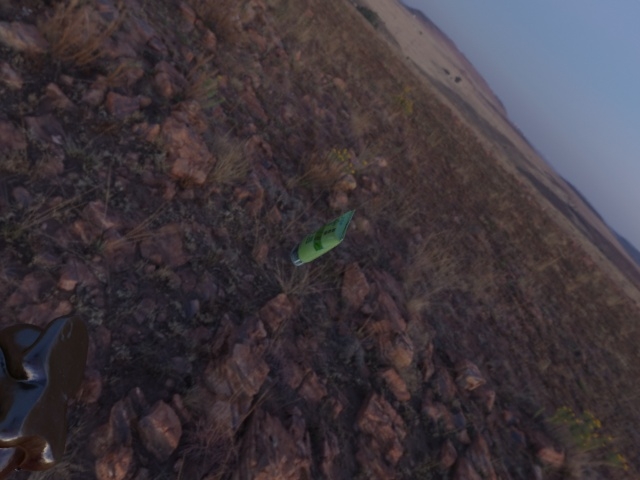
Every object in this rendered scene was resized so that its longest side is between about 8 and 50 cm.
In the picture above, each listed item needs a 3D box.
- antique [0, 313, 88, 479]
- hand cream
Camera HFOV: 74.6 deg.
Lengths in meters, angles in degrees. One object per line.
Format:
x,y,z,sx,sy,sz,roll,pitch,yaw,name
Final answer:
-0.432,0.220,0.584,0.143,0.121,0.257,-11,42,-7,antique
0.000,0.000,0.881,0.046,0.175,0.095,41,45,-15,hand cream
